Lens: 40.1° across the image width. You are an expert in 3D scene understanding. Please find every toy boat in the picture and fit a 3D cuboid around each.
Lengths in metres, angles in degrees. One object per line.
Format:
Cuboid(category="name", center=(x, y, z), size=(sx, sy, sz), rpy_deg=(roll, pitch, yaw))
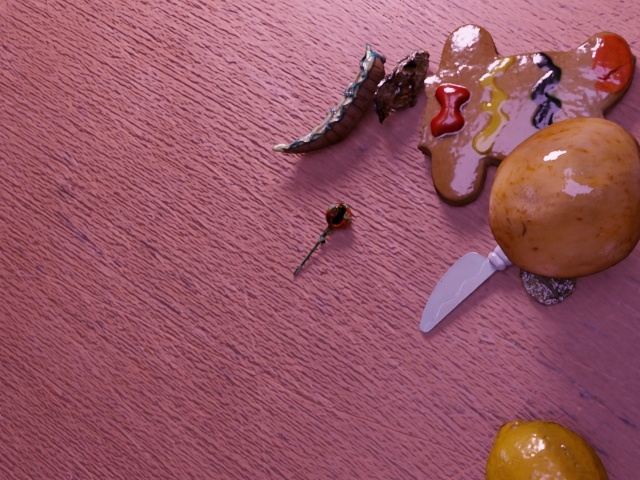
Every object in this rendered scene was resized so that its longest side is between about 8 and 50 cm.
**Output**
Cuboid(category="toy boat", center=(0.032, -0.263, 1.790), size=(0.099, 0.108, 0.293), rpy_deg=(40, 101, -14))

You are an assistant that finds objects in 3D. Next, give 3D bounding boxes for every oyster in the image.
Cuboid(category="oyster", center=(0.165, -0.312, 1.759), size=(0.056, 0.105, 0.177), rpy_deg=(27, 68, 31))

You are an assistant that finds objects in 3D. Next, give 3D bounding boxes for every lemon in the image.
Cuboid(category="lemon", center=(0.397, 0.427, 1.529), size=(0.204, 0.204, 0.260), rpy_deg=(-39, 60, 8))

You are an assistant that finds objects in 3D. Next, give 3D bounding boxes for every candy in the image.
Cuboid(category="candy", center=(0.000, 0.000, 1.797), size=(0.055, 0.049, 0.184), rpy_deg=(43, 104, 24))

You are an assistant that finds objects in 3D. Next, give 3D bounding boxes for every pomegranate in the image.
Cuboid(category="pomegranate", center=(0.422, -0.069, 1.503), size=(0.307, 0.307, 0.307), rpy_deg=(-2, 82, 16))

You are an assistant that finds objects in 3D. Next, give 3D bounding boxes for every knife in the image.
Cuboid(category="knife", center=(0.309, 0.054, 1.698), size=(0.331, 0.044, 0.080), rpy_deg=(-39, 70, 12))

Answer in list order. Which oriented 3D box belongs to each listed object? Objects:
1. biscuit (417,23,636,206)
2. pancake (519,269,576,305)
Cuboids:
Cuboid(category="biscuit", center=(0.385, -0.237, 1.694), size=(0.394, 0.076, 0.368), rpy_deg=(8, 84, 17))
Cuboid(category="pancake", center=(0.432, 0.072, 1.664), size=(0.108, 0.017, 0.108), rpy_deg=(-4, 78, 18))
